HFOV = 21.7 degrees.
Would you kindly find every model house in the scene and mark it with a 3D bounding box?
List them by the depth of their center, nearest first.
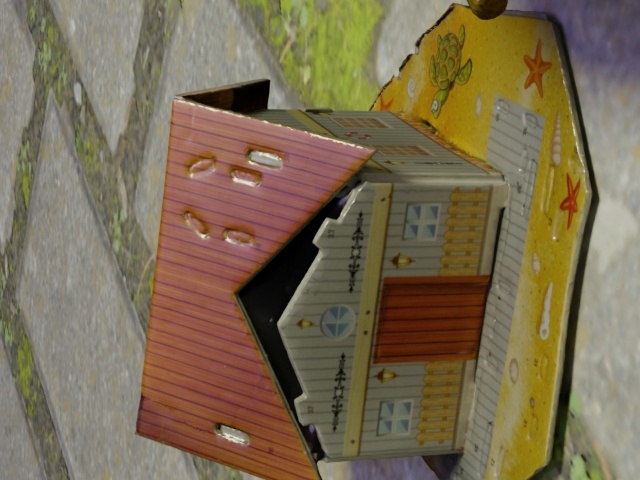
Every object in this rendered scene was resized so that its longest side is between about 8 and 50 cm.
[{"bbox_3d":[0.000,0.000,0.704,0.207,0.136,0.219,-137,50,-61],"label":"model house"}]

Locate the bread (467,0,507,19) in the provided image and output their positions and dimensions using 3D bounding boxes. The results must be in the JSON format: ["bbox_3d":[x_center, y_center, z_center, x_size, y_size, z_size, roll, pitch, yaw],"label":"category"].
[{"bbox_3d":[0.027,-0.181,0.637,0.084,0.124,0.344,-55,31,26],"label":"bread"}]
